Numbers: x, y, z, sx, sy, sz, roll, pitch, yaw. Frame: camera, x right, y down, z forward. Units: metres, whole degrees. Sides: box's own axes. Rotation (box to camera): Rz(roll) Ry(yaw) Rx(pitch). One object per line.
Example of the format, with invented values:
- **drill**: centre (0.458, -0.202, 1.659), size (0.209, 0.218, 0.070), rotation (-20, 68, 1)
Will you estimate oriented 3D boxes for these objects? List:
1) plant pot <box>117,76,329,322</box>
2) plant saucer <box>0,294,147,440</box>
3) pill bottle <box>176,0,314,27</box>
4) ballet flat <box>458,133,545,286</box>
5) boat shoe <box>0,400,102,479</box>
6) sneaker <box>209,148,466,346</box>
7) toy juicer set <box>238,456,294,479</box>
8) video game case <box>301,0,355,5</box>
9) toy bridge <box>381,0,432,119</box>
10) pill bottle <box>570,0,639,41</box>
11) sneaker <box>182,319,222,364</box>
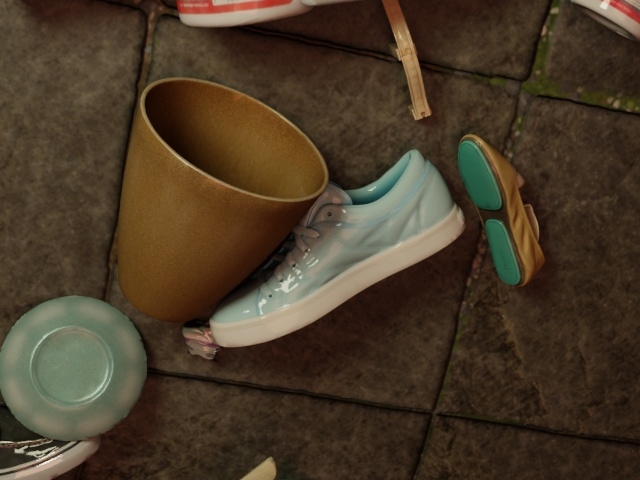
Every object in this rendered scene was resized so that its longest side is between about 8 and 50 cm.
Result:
- **plant pot**: centre (-0.151, -0.027, 1.083), size (0.237, 0.237, 0.254), rotation (23, 119, -13)
- **plant saucer**: centre (-0.328, 0.168, 1.171), size (0.195, 0.037, 0.195), rotation (2, 80, -12)
- **pill bottle**: centre (-0.099, -0.390, 0.975), size (0.161, 0.161, 0.283), rotation (-8, 110, -3)
- **ballet flat**: centre (0.248, -0.049, 1.193), size (0.073, 0.080, 0.232), rotation (-32, 115, -24)
- **boat shoe**: centre (-0.472, 0.266, 1.195), size (0.335, 0.121, 0.119), rotation (-8, 115, -1)
- **sneaker**: centre (0.000, 0.000, 1.152), size (0.366, 0.135, 0.150), rotation (-29, 106, -6)
- **toy juicer set**: centre (-0.084, 0.442, 1.326), size (0.209, 0.089, 0.329), rotation (-22, 120, 16)
- **video game case**: centre (0.115, -0.431, 0.979), size (0.329, 0.036, 0.300), rotation (-15, 113, -27)
- **toy bridge**: centre (0.103, -0.240, 1.102), size (0.026, 0.063, 0.188), rotation (-19, 111, 1)
- **pill bottle**: centre (0.398, -0.345, 1.071), size (0.108, 0.108, 0.180), rotation (27, 105, -15)
- **sneaker**: centre (-0.141, 0.143, 1.232), size (0.098, 0.038, 0.069), rotation (-3, 112, 5)
